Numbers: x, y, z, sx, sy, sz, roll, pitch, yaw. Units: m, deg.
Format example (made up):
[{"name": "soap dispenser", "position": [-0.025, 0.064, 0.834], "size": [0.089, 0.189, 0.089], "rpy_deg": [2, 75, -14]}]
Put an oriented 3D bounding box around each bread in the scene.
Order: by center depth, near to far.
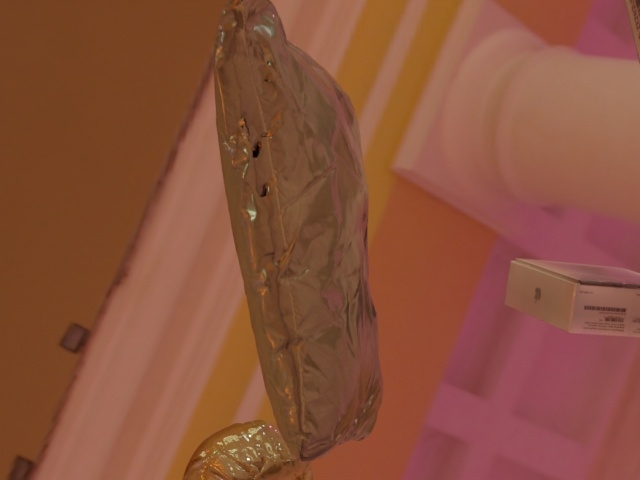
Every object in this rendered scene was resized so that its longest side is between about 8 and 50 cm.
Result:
[{"name": "bread", "position": [-0.090, 0.303, 1.394], "size": [0.140, 0.106, 0.236], "rpy_deg": [-18, -50, -40]}]

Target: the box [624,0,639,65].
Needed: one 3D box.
[{"name": "box", "position": [0.357, -0.088, 0.828], "size": [0.311, 0.118, 0.205], "rpy_deg": [10, -119, -27]}]

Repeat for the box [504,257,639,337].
[{"name": "box", "position": [0.265, 0.055, 1.233], "size": [0.130, 0.129, 0.051], "rpy_deg": [6, -84, -19]}]

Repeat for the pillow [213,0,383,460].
[{"name": "pillow", "position": [0.000, -0.001, 0.861], "size": [0.274, 0.076, 0.280], "rpy_deg": [30, -129, -78]}]
